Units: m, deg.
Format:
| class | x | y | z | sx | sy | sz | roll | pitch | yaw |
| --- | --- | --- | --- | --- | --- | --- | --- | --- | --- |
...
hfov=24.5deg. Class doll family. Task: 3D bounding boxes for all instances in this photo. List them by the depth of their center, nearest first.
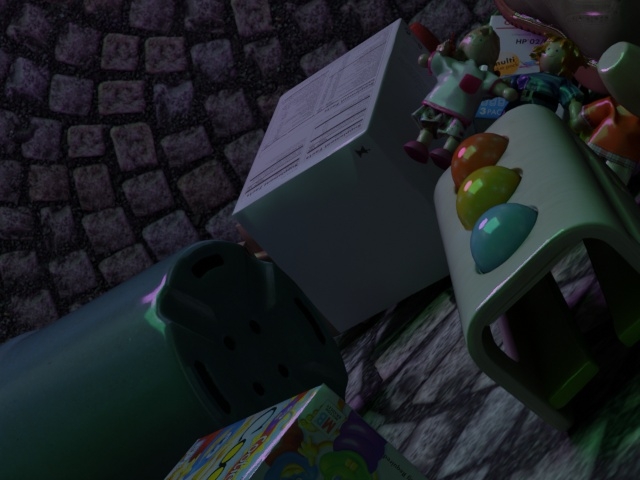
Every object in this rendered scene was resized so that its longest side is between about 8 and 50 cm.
| class | x | y | z | sx | sy | sz | roll | pitch | yaw |
| --- | --- | --- | --- | --- | --- | --- | --- | --- | --- |
| doll family | 0.210 | -0.106 | 1.314 | 0.163 | 0.263 | 0.118 | -62 | -35 | -11 |

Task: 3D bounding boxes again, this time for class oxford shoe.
| class | x | y | z | sx | sy | sz | roll | pitch | yaw |
| --- | --- | --- | --- | --- | --- | --- | --- | --- | --- |
| oxford shoe | 0.274 | -0.282 | 1.579 | 0.123 | 0.130 | 0.348 | -18 | 34 | -12 |

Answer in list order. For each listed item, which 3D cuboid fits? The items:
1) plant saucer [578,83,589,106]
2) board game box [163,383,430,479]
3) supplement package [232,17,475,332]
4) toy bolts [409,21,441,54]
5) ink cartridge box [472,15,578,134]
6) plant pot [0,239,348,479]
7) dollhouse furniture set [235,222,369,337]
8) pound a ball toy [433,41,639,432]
| class | x | y | z | sx | sy | sz | roll | pitch | yaw |
| --- | --- | --- | --- | --- | --- | --- | --- | --- | --- |
| plant saucer | 0.261 | -0.126 | 1.746 | 0.168 | 0.029 | 0.168 | -46 | 6 | 6 |
| board game box | -0.038 | 0.220 | 1.062 | 0.142 | 0.144 | 0.275 | -50 | 7 | -25 |
| supplement package | 0.058 | -0.077 | 1.691 | 0.198 | 0.199 | 0.263 | -30 | 24 | 29 |
| toy bolts | 0.136 | -0.153 | 1.884 | 0.158 | 0.228 | 0.218 | -50 | 12 | -24 |
| ink cartridge box | 0.238 | -0.195 | 1.667 | 0.061 | 0.104 | 0.181 | 64 | -146 | -56 |
| plant pot | -0.168 | 0.186 | 1.482 | 0.334 | 0.341 | 0.341 | -34 | 12 | 30 |
| dollhouse furniture set | 0.035 | 0.055 | 1.953 | 0.355 | 0.174 | 0.303 | -16 | 30 | 32 |
| pound a ball toy | 0.179 | -0.037 | 1.061 | 0.208 | 0.135 | 0.319 | -45 | 15 | 16 |
